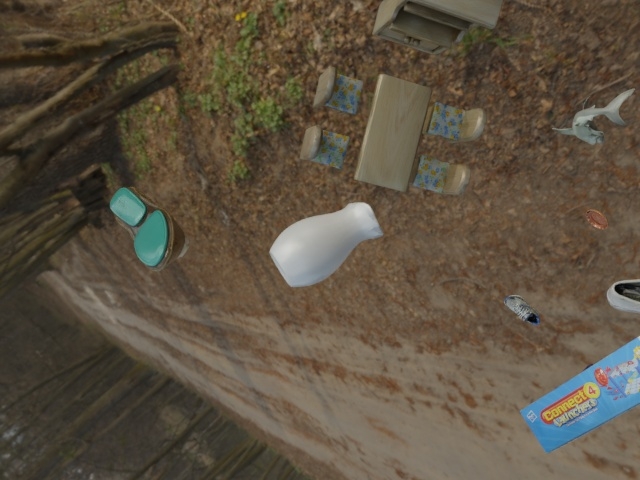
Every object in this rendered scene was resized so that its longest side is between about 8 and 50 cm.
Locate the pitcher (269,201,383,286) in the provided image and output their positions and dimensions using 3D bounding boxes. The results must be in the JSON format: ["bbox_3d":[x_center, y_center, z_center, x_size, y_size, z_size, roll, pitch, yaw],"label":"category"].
[{"bbox_3d":[0.000,0.000,1.071,0.125,0.207,0.178,61,169,-15],"label":"pitcher"}]

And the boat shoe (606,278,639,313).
[{"bbox_3d":[0.859,0.140,1.294,0.267,0.096,0.088,10,162,27],"label":"boat shoe"}]

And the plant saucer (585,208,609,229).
[{"bbox_3d":[0.938,-0.073,1.779,0.083,0.013,0.083,47,169,12],"label":"plant saucer"}]

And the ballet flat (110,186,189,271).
[{"bbox_3d":[-0.376,-0.019,1.210,0.342,0.116,0.124,34,179,45],"label":"ballet flat"}]

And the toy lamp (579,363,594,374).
[{"bbox_3d":[0.718,0.288,1.228,0.080,0.080,0.274,46,125,5],"label":"toy lamp"}]

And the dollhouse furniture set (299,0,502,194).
[{"bbox_3d":[0.112,-0.186,0.661,0.212,0.242,0.161,13,-175,-12],"label":"dollhouse furniture set"}]

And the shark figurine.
[{"bbox_3d":[0.799,-0.377,1.552,0.166,0.116,0.278,18,177,15],"label":"shark figurine"}]

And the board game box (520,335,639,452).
[{"bbox_3d":[0.577,0.256,0.974,0.302,0.308,0.086,-52,53,35],"label":"board game box"}]

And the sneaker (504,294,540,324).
[{"bbox_3d":[0.619,0.213,1.600,0.135,0.058,0.052,30,115,-14],"label":"sneaker"}]
